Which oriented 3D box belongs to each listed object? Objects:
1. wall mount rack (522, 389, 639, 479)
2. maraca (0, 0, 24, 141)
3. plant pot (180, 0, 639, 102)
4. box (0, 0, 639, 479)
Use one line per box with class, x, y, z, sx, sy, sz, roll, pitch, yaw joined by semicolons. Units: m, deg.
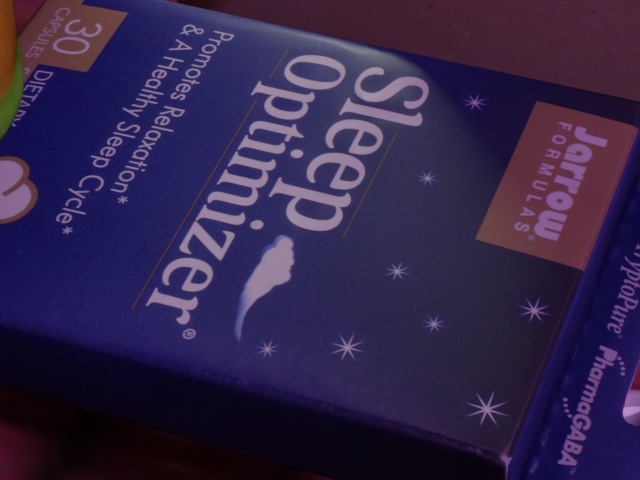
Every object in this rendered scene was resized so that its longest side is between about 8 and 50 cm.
wall mount rack;0.136;0.220;0.488;0.304;0.130;0.350;1;65;-12
maraca;-0.147;-0.080;0.496;0.127;0.099;0.186;7;38;-41
plant pot;0.130;-0.135;0.611;0.256;0.274;0.256;18;57;-30
box;0.000;0.000;0.514;0.225;0.036;0.136;15;49;15
